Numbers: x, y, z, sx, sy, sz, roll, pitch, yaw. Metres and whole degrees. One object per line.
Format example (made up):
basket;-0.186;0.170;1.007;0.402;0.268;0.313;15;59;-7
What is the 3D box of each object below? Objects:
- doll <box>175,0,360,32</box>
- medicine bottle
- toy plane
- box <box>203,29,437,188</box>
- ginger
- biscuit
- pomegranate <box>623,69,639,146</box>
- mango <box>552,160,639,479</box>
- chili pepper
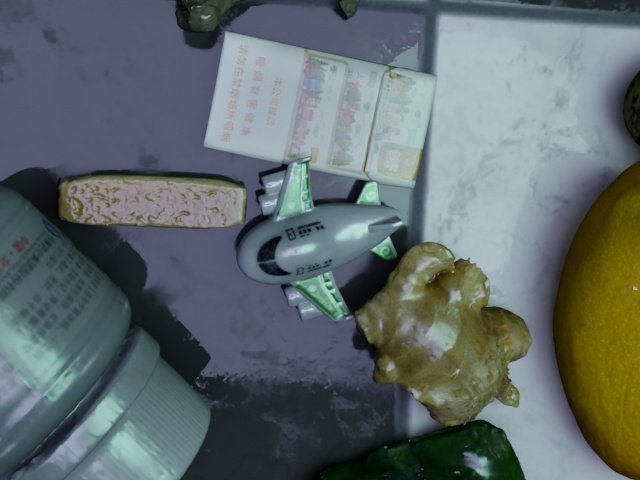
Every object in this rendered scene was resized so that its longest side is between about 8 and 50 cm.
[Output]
doll;-0.019;-0.303;0.981;0.286;0.091;0.202;-13;106;-34
medicine bottle;-0.277;0.127;0.975;0.245;0.245;0.306;-43;105;1
toy plane;-0.001;0.000;1.070;0.174;0.080;0.174;-1;99;-5
box;0.000;-0.131;1.077;0.220;0.032;0.122;11;97;-7
ginger;0.132;0.108;1.085;0.216;0.102;0.157;42;82;-22
biscuit;-0.168;-0.040;1.060;0.188;0.056;0.052;3;95;-5
pomegranate;0.380;-0.115;1.070;0.125;0.138;0.163;-16;110;23
mango;0.331;0.091;1.071;0.187;0.144;0.359;-9;109;14
chili pepper;0.093;0.287;1.095;0.264;0.116;0.148;-15;107;-3
